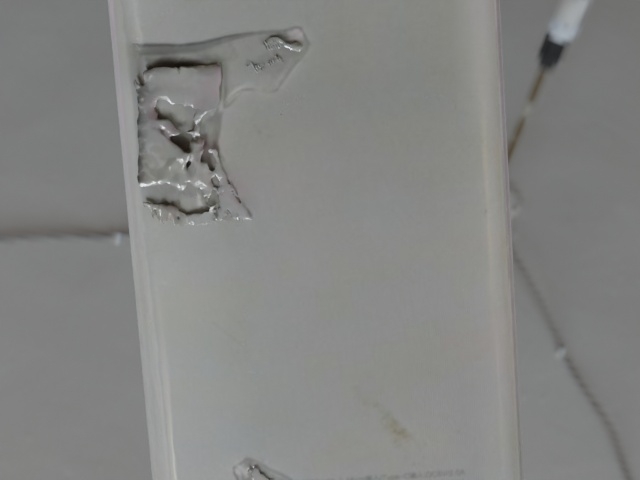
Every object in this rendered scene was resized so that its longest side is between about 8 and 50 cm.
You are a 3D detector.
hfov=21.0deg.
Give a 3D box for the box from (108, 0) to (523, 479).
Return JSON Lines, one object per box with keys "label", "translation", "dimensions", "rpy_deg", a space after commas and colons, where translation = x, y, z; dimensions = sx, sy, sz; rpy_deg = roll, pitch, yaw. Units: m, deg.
{"label": "box", "translation": [0.000, 0.000, 0.640], "dimensions": [0.142, 0.285, 0.044], "rpy_deg": [-4, -170, 1]}
